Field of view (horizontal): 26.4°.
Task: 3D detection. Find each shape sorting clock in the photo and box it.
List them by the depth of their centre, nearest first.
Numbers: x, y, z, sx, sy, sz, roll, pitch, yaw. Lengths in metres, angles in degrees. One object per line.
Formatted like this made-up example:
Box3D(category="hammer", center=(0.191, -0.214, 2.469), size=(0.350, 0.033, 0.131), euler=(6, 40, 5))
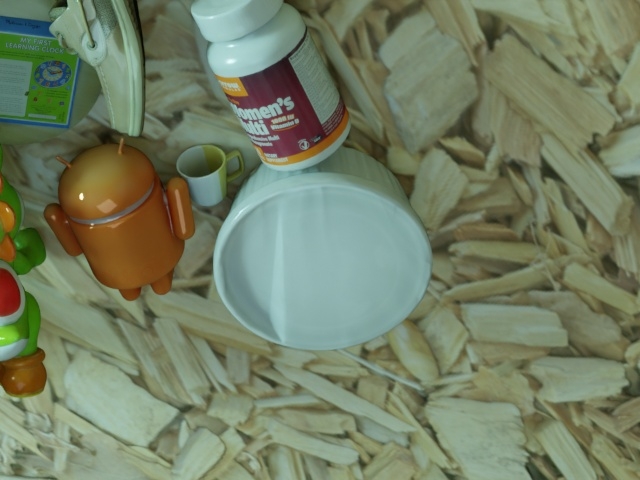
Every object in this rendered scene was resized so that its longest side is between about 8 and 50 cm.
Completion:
Box3D(category="shape sorting clock", center=(-0.359, -0.203, 1.607), size=(0.206, 0.040, 0.206), euler=(-7, 132, -8))

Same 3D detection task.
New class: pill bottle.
Box3D(category="pill bottle", center=(-0.058, -0.198, 1.579), size=(0.121, 0.121, 0.221), euler=(-21, 126, 12))

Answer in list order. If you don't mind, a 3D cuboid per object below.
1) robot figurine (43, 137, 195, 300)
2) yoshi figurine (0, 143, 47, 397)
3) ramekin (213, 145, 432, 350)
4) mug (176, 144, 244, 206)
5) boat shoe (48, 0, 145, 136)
Box3D(category="robot figurine", center=(-0.244, -0.029, 1.692), size=(0.158, 0.128, 0.219), euler=(17, 140, 40))
Box3D(category="yoshi figurine", center=(-0.443, 0.021, 1.684), size=(0.202, 0.203, 0.362), euler=(3, 114, 3))
Box3D(category="ramekin", center=(0.000, 0.000, 1.727), size=(0.272, 0.127, 0.273), euler=(-2, 127, -3))
Box3D(category="mug", center=(-0.136, -0.077, 1.705), size=(0.078, 0.062, 0.064), euler=(-4, 135, 7))
Box3D(category="boat shoe", center=(-0.255, -0.255, 1.530), size=(0.098, 0.109, 0.302), euler=(-9, 122, -4))
